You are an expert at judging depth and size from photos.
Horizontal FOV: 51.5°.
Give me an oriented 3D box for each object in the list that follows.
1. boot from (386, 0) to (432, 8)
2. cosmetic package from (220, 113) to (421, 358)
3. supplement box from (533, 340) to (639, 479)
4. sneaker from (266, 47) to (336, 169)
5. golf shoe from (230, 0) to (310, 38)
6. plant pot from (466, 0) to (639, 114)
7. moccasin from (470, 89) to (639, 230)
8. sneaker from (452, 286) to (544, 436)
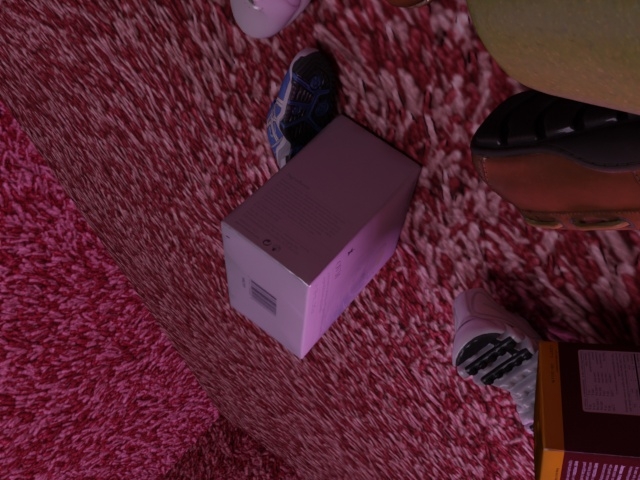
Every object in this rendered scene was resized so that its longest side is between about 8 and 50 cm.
[{"bbox_3d":[0.019,-0.253,0.473,0.109,0.220,0.283,36,153,19],"label":"boot"},{"bbox_3d":[0.000,0.000,0.874,0.138,0.224,0.224,35,153,16],"label":"cosmetic package"},{"bbox_3d":[0.336,0.219,0.720,0.194,0.129,0.191,1,138,16],"label":"supplement box"},{"bbox_3d":[-0.037,-0.164,0.853,0.081,0.080,0.211,54,152,24],"label":"sneaker"},{"bbox_3d":[-0.066,-0.292,0.642,0.115,0.140,0.306,41,156,5],"label":"golf shoe"},{"bbox_3d":[0.216,-0.156,0.319,0.254,0.276,0.276,26,150,59],"label":"plant pot"},{"bbox_3d":[0.282,-0.049,0.486,0.147,0.139,0.380,49,153,-25],"label":"moccasin"},{"bbox_3d":[0.274,0.165,0.873,0.292,0.110,0.118,42,-158,-27],"label":"sneaker"}]
